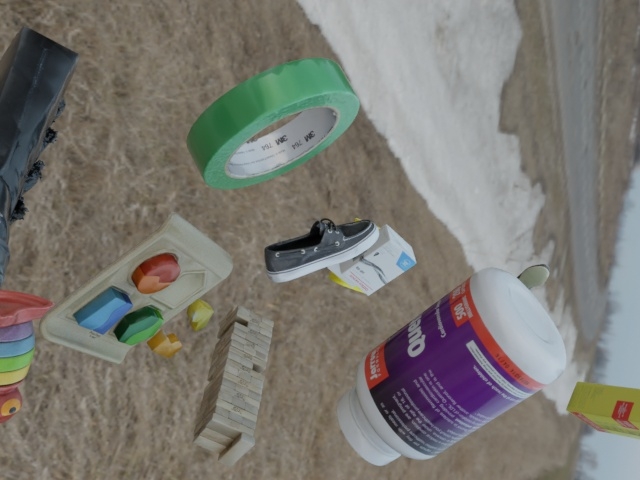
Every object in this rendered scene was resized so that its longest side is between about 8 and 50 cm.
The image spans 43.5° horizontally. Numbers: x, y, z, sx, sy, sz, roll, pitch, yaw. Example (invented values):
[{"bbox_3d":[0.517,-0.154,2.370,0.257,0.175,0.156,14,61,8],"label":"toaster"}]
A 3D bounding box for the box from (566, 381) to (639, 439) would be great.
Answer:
[{"bbox_3d":[0.500,0.274,1.263,0.058,0.087,0.232,-61,-161,-15],"label":"box"}]

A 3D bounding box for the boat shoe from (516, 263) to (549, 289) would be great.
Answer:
[{"bbox_3d":[0.479,0.085,1.824,0.043,0.049,0.137,-38,171,-33],"label":"boat shoe"}]

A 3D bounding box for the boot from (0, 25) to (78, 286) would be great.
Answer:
[{"bbox_3d":[-0.502,-0.053,1.114,0.146,0.367,0.445,35,34,-35],"label":"boot"}]

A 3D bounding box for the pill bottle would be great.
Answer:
[{"bbox_3d":[0.178,0.194,1.163,0.323,0.181,0.181,-40,174,24],"label":"pill bottle"}]

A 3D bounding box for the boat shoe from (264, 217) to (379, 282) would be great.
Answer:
[{"bbox_3d":[0.000,0.000,1.468,0.080,0.228,0.076,-132,-156,-59],"label":"boat shoe"}]

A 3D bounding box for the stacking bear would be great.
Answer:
[{"bbox_3d":[-0.710,0.269,1.770,0.175,0.164,0.289,-13,116,-61],"label":"stacking bear"}]

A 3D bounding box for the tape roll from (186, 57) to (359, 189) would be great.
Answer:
[{"bbox_3d":[-0.085,-0.208,1.479,0.077,0.321,0.321,61,16,13],"label":"tape roll"}]

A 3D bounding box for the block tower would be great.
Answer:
[{"bbox_3d":[-0.171,0.275,1.605,0.091,0.097,0.336,-49,-157,34],"label":"block tower"}]

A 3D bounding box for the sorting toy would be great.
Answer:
[{"bbox_3d":[-0.222,0.092,1.128,0.229,0.041,0.307,-40,156,0],"label":"sorting toy"}]

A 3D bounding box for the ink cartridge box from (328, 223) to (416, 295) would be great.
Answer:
[{"bbox_3d":[0.116,0.056,1.839,0.104,0.180,0.060,39,25,-33],"label":"ink cartridge box"}]

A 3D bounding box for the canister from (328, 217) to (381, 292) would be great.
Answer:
[{"bbox_3d":[0.107,0.040,2.058,0.126,0.073,0.170,20,94,-35],"label":"canister"}]
